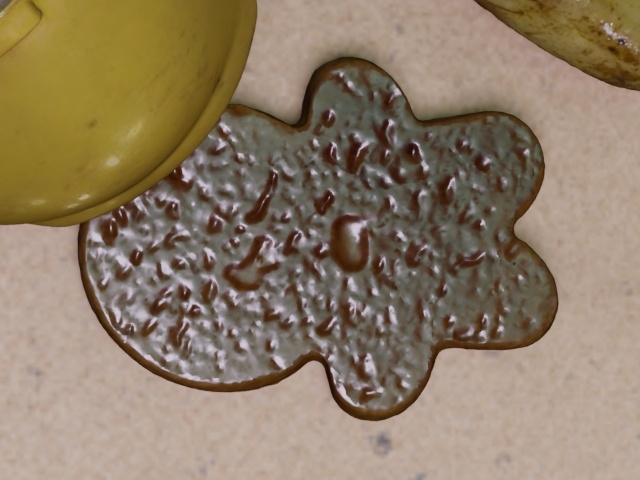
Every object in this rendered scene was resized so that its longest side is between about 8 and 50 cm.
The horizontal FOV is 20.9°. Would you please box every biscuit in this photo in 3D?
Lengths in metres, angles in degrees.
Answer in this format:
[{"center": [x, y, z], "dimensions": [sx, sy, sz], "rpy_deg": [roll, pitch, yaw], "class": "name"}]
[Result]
[{"center": [0.000, 0.000, 0.847], "dimensions": [0.236, 0.039, 0.179], "rpy_deg": [-2, 88, -14], "class": "biscuit"}]

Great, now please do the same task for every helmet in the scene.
[{"center": [-0.118, -0.078, 0.760], "dimensions": [0.257, 0.205, 0.140], "rpy_deg": [-42, 115, 5], "class": "helmet"}]

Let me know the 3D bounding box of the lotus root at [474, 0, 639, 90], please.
[{"center": [0.099, -0.166, 0.860], "dimensions": [0.258, 0.097, 0.110], "rpy_deg": [42, 84, -15], "class": "lotus root"}]
